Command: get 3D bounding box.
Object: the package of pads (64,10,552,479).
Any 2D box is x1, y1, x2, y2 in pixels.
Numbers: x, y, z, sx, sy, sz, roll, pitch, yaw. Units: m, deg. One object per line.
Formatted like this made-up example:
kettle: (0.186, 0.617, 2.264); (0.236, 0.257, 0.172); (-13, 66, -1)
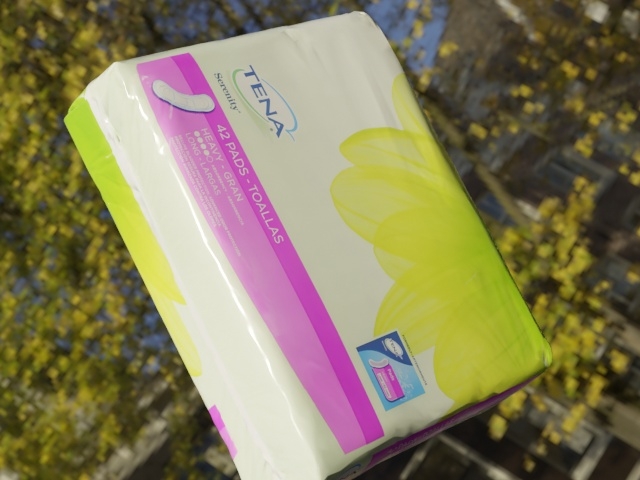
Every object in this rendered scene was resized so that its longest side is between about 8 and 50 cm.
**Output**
package of pads: (0.000, 0.000, 0.883); (0.229, 0.296, 0.101); (-19, -13, -39)
